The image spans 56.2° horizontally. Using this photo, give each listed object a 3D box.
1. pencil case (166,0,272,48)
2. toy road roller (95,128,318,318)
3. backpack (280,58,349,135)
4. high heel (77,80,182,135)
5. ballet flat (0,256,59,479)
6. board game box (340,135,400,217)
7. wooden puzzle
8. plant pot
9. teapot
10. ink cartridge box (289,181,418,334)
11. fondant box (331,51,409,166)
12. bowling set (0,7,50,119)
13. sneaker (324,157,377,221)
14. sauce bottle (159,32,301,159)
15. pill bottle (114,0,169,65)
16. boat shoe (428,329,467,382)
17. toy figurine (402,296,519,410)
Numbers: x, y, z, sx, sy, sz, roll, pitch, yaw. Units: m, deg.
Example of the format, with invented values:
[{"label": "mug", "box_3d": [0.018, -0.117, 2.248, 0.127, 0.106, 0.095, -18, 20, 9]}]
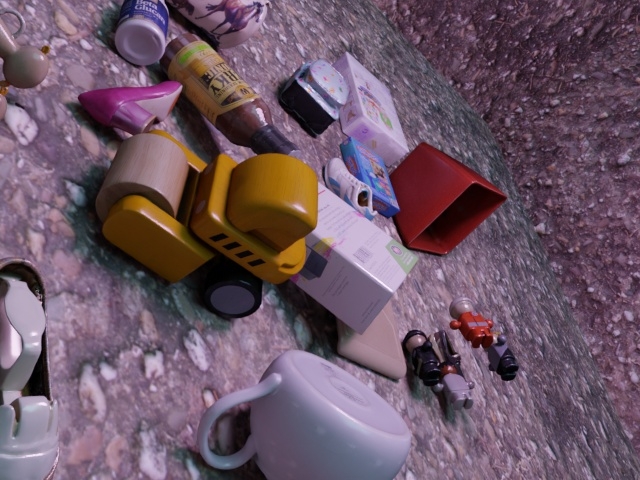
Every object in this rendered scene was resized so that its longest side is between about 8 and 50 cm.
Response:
[{"label": "pencil case", "box_3d": [-0.298, -0.619, 1.358, 0.410, 0.183, 0.160, 36, 21, -42]}, {"label": "toy road roller", "box_3d": [-0.150, -0.058, 0.942, 0.329, 0.240, 0.203, 38, 32, -30]}, {"label": "backpack", "box_3d": [-0.010, -0.409, 1.648, 0.166, 0.144, 0.188, 38, 29, -19]}, {"label": "high heel", "box_3d": [-0.331, -0.257, 1.074, 0.117, 0.082, 0.244, 30, 33, -10]}, {"label": "ballet flat", "box_3d": [-0.316, 0.153, 0.604, 0.107, 0.106, 0.316, 15, 48, -50]}, {"label": "board game box", "box_3d": [0.142, -0.183, 1.736, 0.160, 0.047, 0.210, 26, 40, -42]}, {"label": "wooden puzzle", "box_3d": [0.094, 0.165, 1.302, 0.221, 0.044, 0.239, 32, 41, -38]}, {"label": "plant pot", "box_3d": [0.351, -0.141, 1.817, 0.267, 0.267, 0.236, 11, 39, -53]}, {"label": "teapot", "box_3d": [-0.011, 0.291, 0.862, 0.256, 0.187, 0.252, 34, 3, 16]}, {"label": "ink cartridge box", "box_3d": [0.000, 0.000, 1.185, 0.353, 0.119, 0.207, 38, 27, 8]}, {"label": "fondant box", "box_3d": [0.154, -0.433, 1.975, 0.238, 0.096, 0.330, 30, 36, -39]}, {"label": "bowling set", "box_3d": [-0.434, -0.147, 0.681, 0.154, 0.287, 0.200, 48, -5, -26]}, {"label": "sneaker", "box_3d": [0.079, -0.126, 1.531, 0.087, 0.092, 0.229, 19, 43, -46]}, {"label": "sauce bottle", "box_3d": [-0.175, -0.268, 1.193, 0.344, 0.111, 0.111, 45, 26, 12]}, {"label": "pill bottle", "box_3d": [-0.351, -0.433, 1.191, 0.094, 0.094, 0.169, 32, 36, -37]}, {"label": "boat shoe", "box_3d": [0.327, 0.297, 1.505, 0.152, 0.049, 0.056, 59, 28, 7]}, {"label": "toy figurine", "box_3d": [0.320, 0.258, 1.374, 0.209, 0.213, 0.148, 42, 14, -30]}]
